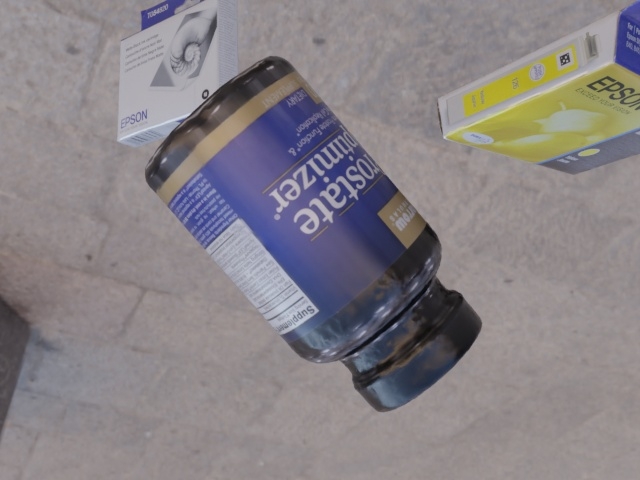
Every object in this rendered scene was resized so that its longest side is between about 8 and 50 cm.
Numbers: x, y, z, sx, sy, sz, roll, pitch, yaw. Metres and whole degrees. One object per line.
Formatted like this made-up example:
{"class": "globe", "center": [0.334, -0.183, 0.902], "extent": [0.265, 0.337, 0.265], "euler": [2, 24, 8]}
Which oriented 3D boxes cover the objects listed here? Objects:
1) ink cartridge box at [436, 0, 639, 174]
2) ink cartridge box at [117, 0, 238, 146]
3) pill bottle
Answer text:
{"class": "ink cartridge box", "center": [0.352, -0.168, 0.961], "extent": [0.303, 0.072, 0.307], "euler": [9, 162, -42]}
{"class": "ink cartridge box", "center": [-0.205, -0.265, 1.158], "extent": [0.223, 0.224, 0.045], "euler": [-11, 164, 39]}
{"class": "pill bottle", "center": [0.000, 0.000, 0.533], "extent": [0.219, 0.123, 0.123], "euler": [49, 130, -3]}
